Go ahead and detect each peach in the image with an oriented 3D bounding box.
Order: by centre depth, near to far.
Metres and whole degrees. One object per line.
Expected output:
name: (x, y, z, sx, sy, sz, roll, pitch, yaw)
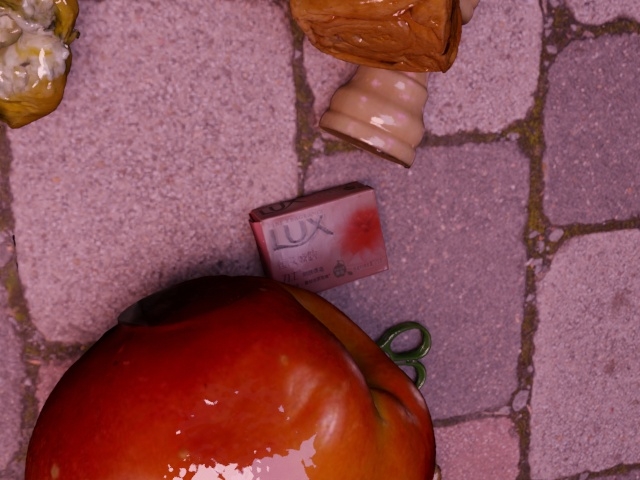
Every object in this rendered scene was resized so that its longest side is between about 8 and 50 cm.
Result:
peach: (-0.099, 0.195, 0.817, 0.405, 0.335, 0.310, -20, 110, 7)

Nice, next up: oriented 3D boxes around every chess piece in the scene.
chess piece: (0.132, -0.282, 0.905, 0.117, 0.117, 0.397, 24, 94, -24)

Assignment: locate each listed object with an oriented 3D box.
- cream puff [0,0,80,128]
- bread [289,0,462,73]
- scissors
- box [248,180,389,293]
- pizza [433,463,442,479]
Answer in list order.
cream puff: (-0.337, -0.170, 0.738, 0.221, 0.194, 0.195, -13, 109, -29)
bread: (0.065, -0.257, 0.795, 0.158, 0.149, 0.143, 8, 86, 19)
scissors: (0.047, 0.154, 1.033, 0.204, 0.027, 0.101, 2, 102, -22)
box: (0.000, 0.000, 0.958, 0.156, 0.060, 0.111, -19, 108, -16)
pizza: (0.031, 0.401, 1.063, 0.257, 0.087, 0.268, -2, 104, -15)
